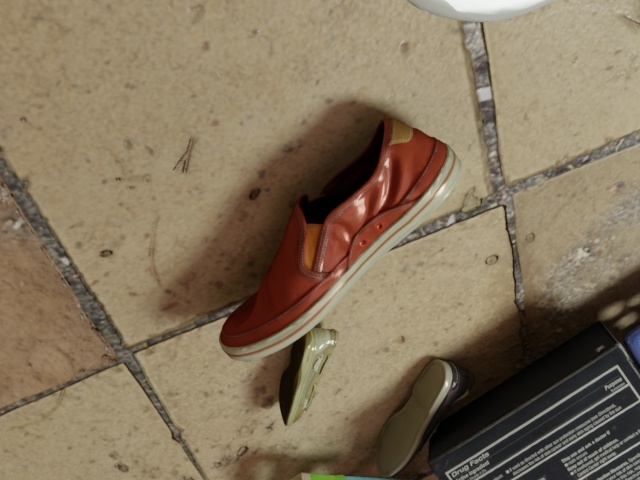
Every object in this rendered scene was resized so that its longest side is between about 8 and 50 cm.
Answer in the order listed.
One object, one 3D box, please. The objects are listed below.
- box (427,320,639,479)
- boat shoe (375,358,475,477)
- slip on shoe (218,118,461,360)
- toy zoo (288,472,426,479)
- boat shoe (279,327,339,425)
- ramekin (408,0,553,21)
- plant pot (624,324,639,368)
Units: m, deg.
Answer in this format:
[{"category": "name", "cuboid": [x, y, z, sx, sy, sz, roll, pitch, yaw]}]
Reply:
[{"category": "box", "cuboid": [0.347, 0.315, 1.356, 0.296, 0.183, 0.294, -34, 92, 9]}, {"category": "boat shoe", "cuboid": [0.144, 0.251, 1.379, 0.065, 0.075, 0.206, 12, 120, -29]}, {"category": "slip on shoe", "cuboid": [0.000, 0.000, 1.067, 0.101, 0.123, 0.331, 39, 110, -19]}, {"category": "toy zoo", "cuboid": [0.048, 0.383, 1.445, 0.293, 0.030, 0.192, 12, 145, -32]}, {"category": "boat shoe", "cuboid": [-0.016, 0.170, 1.247, 0.048, 0.056, 0.153, 2, 122, -20]}, {"category": "ramekin", "cuboid": [0.133, -0.311, 0.807, 0.277, 0.135, 0.277, -12, 134, -13]}, {"category": "plant pot", "cuboid": [0.571, 0.173, 1.366, 0.236, 0.236, 0.212, -34, 164, 6]}]
